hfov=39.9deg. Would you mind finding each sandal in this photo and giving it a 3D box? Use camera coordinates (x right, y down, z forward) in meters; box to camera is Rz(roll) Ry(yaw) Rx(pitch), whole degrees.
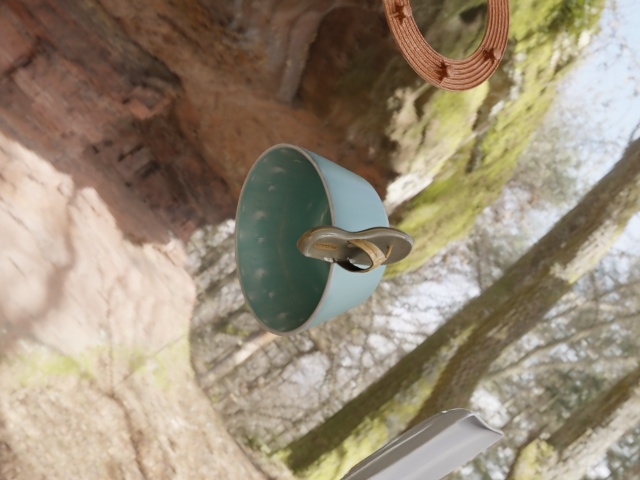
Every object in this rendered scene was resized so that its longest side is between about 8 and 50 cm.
[{"bbox_3d":[0.052,0.017,1.233,0.180,0.072,0.049,5,45,-32],"label":"sandal"}]

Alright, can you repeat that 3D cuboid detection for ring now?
[{"bbox_3d":[0.240,-0.437,1.589,0.032,0.336,0.336,-1,-48,51],"label":"ring"}]

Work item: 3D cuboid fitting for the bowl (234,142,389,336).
[{"bbox_3d":[0.000,0.000,1.451,0.163,0.312,0.311,1,28,-33],"label":"bowl"}]

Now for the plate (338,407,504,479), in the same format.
[{"bbox_3d":[0.155,0.362,1.448,0.045,0.277,0.278,59,9,28],"label":"plate"}]
